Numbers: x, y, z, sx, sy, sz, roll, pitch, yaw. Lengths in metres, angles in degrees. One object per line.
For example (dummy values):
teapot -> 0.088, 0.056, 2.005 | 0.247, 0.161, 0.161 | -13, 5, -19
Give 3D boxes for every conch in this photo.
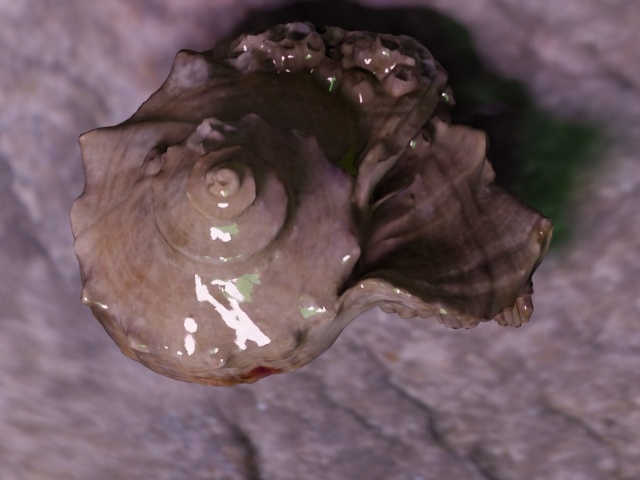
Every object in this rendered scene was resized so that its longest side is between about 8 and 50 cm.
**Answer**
conch -> 0.000, 0.000, 0.745 | 0.178, 0.163, 0.245 | 28, 171, 11
